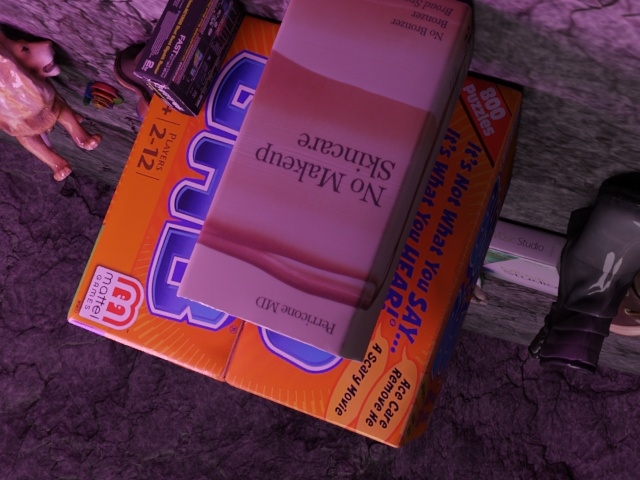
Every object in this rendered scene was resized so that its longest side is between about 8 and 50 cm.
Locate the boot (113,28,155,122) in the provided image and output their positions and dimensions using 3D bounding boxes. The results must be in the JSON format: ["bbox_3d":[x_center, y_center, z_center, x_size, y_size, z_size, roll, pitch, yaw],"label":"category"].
[{"bbox_3d":[-0.192,-0.219,1.071,0.082,0.106,0.219,20,-157,-38],"label":"boot"}]

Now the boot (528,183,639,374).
[{"bbox_3d":[0.356,0.064,1.070,0.118,0.222,0.338,19,174,9],"label":"boot"}]

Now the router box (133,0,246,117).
[{"bbox_3d":[-0.123,-0.190,0.822,0.038,0.122,0.092,23,174,12],"label":"router box"}]

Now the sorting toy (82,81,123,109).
[{"bbox_3d":[-0.381,-0.244,1.489,0.061,0.042,0.102,20,174,-3],"label":"sorting toy"}]

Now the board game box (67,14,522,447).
[{"bbox_3d":[0.000,0.000,0.996,0.357,0.356,0.356,18,174,13],"label":"board game box"}]

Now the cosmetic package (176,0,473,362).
[{"bbox_3d":[0.012,-0.061,0.726,0.153,0.296,0.129,18,174,12],"label":"cosmetic package"}]

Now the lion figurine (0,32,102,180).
[{"bbox_3d":[-0.496,-0.239,1.435,0.240,0.142,0.392,49,166,-27],"label":"lion figurine"}]

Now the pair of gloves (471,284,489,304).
[{"bbox_3d":[0.225,0.039,1.664,0.240,0.042,0.204,46,-175,16],"label":"pair of gloves"}]

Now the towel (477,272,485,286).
[{"bbox_3d":[0.241,0.048,2.102,0.325,0.038,0.248,18,174,16],"label":"towel"}]

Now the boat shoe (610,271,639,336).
[{"bbox_3d":[0.508,0.072,1.285,0.123,0.123,0.342,55,163,-21],"label":"boat shoe"}]

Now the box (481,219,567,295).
[{"bbox_3d":[0.328,0.022,1.537,0.232,0.058,0.322,17,172,22],"label":"box"}]
